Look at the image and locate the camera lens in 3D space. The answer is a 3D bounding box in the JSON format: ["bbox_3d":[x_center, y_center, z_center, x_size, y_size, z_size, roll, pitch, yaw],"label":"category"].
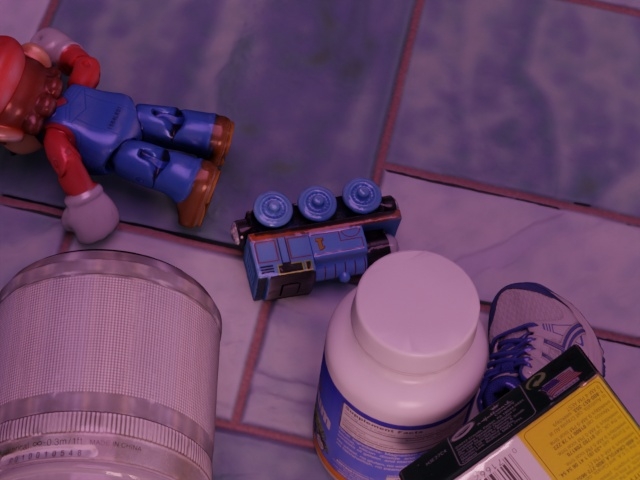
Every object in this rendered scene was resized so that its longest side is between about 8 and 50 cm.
[{"bbox_3d":[-0.207,0.162,1.624,0.219,0.219,0.274,3,57,-3],"label":"camera lens"}]

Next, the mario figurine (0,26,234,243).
[{"bbox_3d":[-0.263,-0.115,1.882,0.321,0.170,0.198,20,21,-4],"label":"mario figurine"}]

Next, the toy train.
[{"bbox_3d":[0.000,0.000,1.834,0.184,0.080,0.105,-9,68,-13],"label":"toy train"}]

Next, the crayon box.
[{"bbox_3d":[0.243,0.276,1.562,0.202,0.081,0.318,-36,108,4],"label":"crayon box"}]

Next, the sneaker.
[{"bbox_3d":[0.210,0.140,1.697,0.112,0.131,0.296,-34,42,22],"label":"sneaker"}]

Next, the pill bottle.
[{"bbox_3d":[0.075,0.125,1.640,0.152,0.272,0.152,2,57,-3],"label":"pill bottle"}]
